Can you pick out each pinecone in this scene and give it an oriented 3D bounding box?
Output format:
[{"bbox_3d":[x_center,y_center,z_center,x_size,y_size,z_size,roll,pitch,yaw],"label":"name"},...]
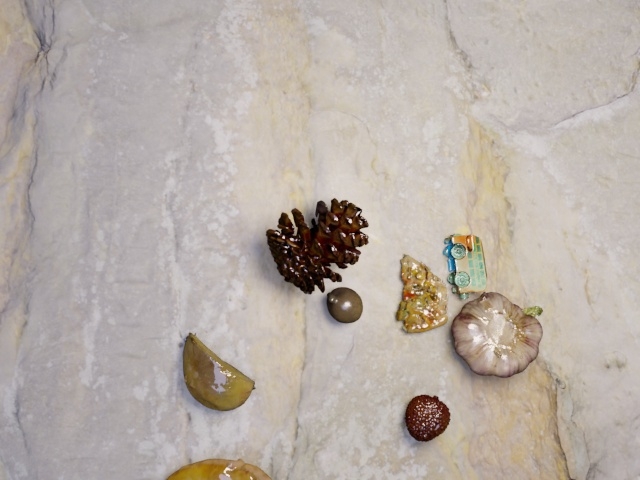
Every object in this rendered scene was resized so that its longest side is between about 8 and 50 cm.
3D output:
[{"bbox_3d":[0.000,-0.002,1.468,0.292,0.246,0.246,-36,91,-24],"label":"pinecone"}]

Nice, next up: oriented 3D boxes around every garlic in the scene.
[{"bbox_3d":[0.482,0.266,1.527,0.245,0.160,0.244,-1,69,3],"label":"garlic"}]

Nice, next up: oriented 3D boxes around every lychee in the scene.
[{"bbox_3d":[0.292,0.489,1.516,0.124,0.123,0.128,11,84,-4],"label":"lychee"}]

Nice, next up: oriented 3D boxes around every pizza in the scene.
[{"bbox_3d":[0.293,0.153,1.558,0.147,0.069,0.226,5,87,-2],"label":"pizza"}]

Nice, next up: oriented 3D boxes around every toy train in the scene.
[{"bbox_3d":[0.412,0.071,1.569,0.099,0.072,0.187,-8,88,-10],"label":"toy train"}]

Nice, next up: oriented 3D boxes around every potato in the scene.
[{"bbox_3d":[-0.304,0.375,1.491,0.243,0.098,0.138,38,87,-1],"label":"potato"}]

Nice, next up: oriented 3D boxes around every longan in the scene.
[{"bbox_3d":[0.061,0.175,1.518,0.119,0.106,0.106,31,85,-35],"label":"longan"}]

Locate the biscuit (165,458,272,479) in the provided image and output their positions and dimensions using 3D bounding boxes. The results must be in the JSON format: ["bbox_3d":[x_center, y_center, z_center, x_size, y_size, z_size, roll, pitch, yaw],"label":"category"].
[{"bbox_3d":[-0.272,0.800,1.459,0.430,0.104,0.445,12,86,9],"label":"biscuit"}]

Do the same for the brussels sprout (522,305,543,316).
[{"bbox_3d":[0.602,0.227,1.584,0.085,0.058,0.085,1,89,-43],"label":"brussels sprout"}]
